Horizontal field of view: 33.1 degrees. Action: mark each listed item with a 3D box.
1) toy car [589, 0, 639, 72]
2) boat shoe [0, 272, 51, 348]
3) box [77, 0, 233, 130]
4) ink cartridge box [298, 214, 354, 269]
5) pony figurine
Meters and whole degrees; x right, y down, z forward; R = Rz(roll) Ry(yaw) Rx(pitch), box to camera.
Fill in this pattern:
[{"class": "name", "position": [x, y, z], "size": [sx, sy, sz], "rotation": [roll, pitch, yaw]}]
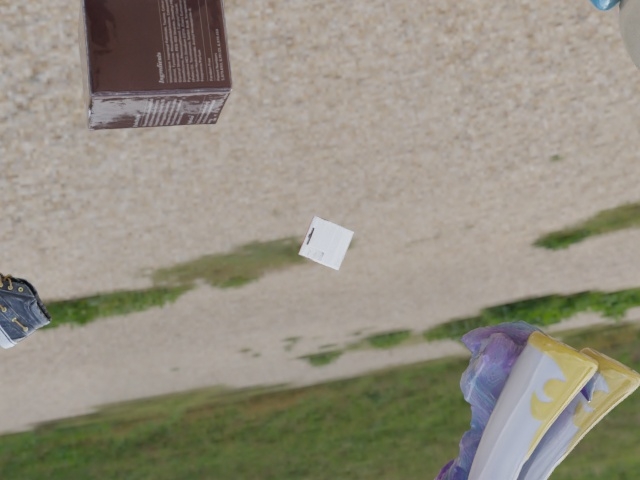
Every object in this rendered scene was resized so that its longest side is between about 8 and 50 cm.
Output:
[{"class": "toy car", "position": [0.400, -0.243, 0.959], "size": [0.238, 0.219, 0.210], "rotation": [-35, 170, -7]}, {"class": "boat shoe", "position": [-0.477, 0.068, 1.586], "size": [0.083, 0.183, 0.065], "rotation": [-30, -156, 0]}, {"class": "box", "position": [-0.246, -0.267, 1.582], "size": [0.203, 0.167, 0.168], "rotation": [-4, 170, -15]}, {"class": "ink cartridge box", "position": [0.000, 0.000, 1.554], "size": [0.029, 0.062, 0.115], "rotation": [22, 180, 34]}, {"class": "pony figurine", "position": [0.103, 0.239, 0.683], "size": [0.351, 0.363, 0.303], "rotation": [27, -175, -7]}]
